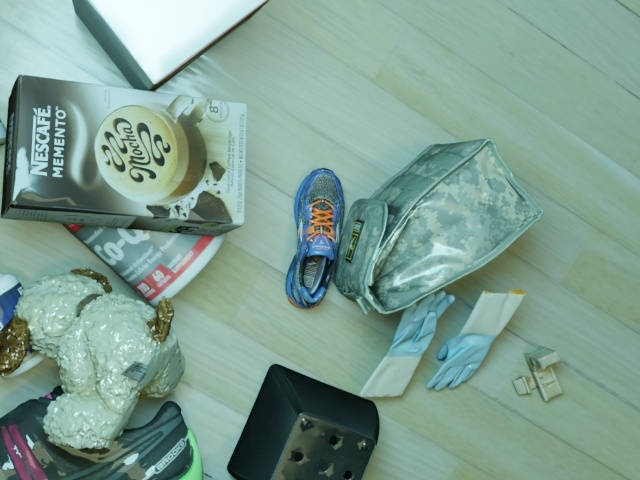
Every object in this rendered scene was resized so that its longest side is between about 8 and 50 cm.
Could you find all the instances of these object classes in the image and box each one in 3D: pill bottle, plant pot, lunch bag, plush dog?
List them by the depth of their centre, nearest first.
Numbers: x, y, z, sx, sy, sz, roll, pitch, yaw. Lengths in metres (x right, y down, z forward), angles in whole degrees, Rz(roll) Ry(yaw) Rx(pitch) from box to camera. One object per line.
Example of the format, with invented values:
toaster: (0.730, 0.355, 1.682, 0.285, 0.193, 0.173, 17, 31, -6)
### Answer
plush dog: (-0.317, 0.126, 1.456, 0.225, 0.262, 0.210, 27, 121, 14)
pill bottle: (-0.285, -0.054, 1.515, 0.283, 0.161, 0.161, 44, 85, -12)
pill bottle: (-0.460, 0.106, 1.526, 0.094, 0.094, 0.169, -32, 100, -8)
lunch bag: (0.141, -0.011, 1.568, 0.287, 0.235, 0.169, -40, 100, -7)
plant pot: (-0.014, 0.318, 1.598, 0.188, 0.167, 0.188, 23, 90, -12)

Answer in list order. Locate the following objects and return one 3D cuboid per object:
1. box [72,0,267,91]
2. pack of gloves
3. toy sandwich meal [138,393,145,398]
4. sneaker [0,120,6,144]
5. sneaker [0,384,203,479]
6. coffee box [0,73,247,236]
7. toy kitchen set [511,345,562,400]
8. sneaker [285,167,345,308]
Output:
box: (-0.199, -0.325, 1.418, 0.215, 0.345, 0.168, -38, 101, -6)
pack of gloves: (0.179, 0.148, 1.633, 0.195, 0.046, 0.232, 4, 130, -28)
toy sandwich meal: (-0.283, 0.202, 1.602, 0.086, 0.029, 0.085, -1, 95, -12)
sneaker: (-0.581, -0.165, 1.448, 0.282, 0.099, 0.153, -23, 100, -36)
sneaker: (-0.416, 0.315, 1.533, 0.483, 0.185, 0.202, -1, 77, -15)
coffee box: (-0.254, -0.104, 1.381, 0.297, 0.119, 0.168, 4, 81, -23)
toy kitchen set: (0.353, 0.224, 1.712, 0.068, 0.075, 0.083, -24, 94, -8)
sneaker: (0.000, 0.000, 1.616, 0.083, 0.087, 0.221, 4, 94, -13)
